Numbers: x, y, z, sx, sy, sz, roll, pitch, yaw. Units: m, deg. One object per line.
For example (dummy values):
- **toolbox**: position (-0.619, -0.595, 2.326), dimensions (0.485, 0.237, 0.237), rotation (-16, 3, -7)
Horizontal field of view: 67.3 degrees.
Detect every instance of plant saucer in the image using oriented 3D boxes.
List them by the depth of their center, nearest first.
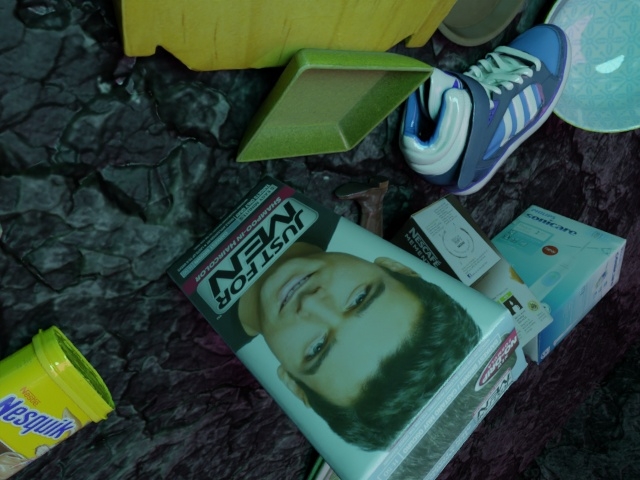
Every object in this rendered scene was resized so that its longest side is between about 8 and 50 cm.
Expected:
- **plant saucer**: position (0.007, -0.165, 0.574), dimensions (0.188, 0.188, 0.045), rotation (-13, 77, -35)
- **plant saucer**: position (0.223, -0.423, 0.675), dimensions (0.277, 0.041, 0.278), rotation (-19, 123, -31)

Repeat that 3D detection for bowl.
- **bowl**: position (0.522, -0.354, 0.861), dimensions (0.156, 0.289, 0.290), rotation (-68, 162, -61)

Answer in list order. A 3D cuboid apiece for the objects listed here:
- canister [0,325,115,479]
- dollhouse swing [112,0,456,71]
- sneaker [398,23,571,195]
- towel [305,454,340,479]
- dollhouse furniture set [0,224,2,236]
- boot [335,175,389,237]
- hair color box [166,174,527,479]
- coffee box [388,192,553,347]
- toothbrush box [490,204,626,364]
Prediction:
- **canister**: position (-0.335, 0.190, 0.520), dimensions (0.170, 0.073, 0.126), rotation (-34, 130, -20)
- **dollhouse swing**: position (-0.033, -0.384, 0.430), dimensions (0.346, 0.305, 0.315), rotation (-14, 164, -25)
- **sneaker**: position (0.246, -0.231, 0.731), dimensions (0.236, 0.130, 0.323), rotation (22, 105, -51)
- **towel**: position (0.115, 0.436, 1.031), dimensions (0.324, 0.038, 0.248), rotation (-6, 127, -38)
- **dollhouse furniture set**: position (-0.365, 0.003, 0.350), dimensions (0.183, 0.129, 0.129), rotation (21, 99, -44)
- **boot**: position (0.064, -0.038, 0.760), dimensions (0.106, 0.037, 0.114), rotation (-16, 127, -31)
- **hair color box**: position (0.000, 0.077, 0.524), dimensions (0.185, 0.374, 0.114), rotation (-46, 134, -11)
- **coffee box**: position (0.225, 0.067, 0.777), dimensions (0.098, 0.246, 0.141), rotation (-29, 166, -26)
- **toothbrush box**: position (0.459, 0.080, 1.027), dimensions (0.295, 0.216, 0.126), rotation (-34, 131, -20)
